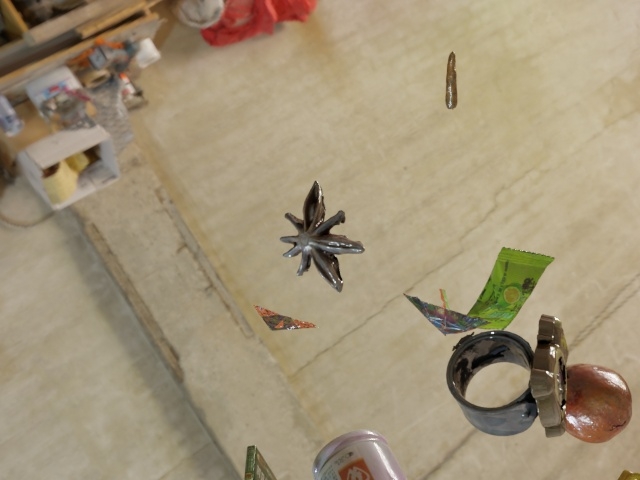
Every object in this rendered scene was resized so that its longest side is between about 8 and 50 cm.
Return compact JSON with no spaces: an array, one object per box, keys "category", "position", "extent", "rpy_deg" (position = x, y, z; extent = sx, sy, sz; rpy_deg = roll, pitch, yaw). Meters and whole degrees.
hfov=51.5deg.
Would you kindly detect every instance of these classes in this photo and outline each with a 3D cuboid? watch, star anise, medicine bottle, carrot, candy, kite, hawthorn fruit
[{"category":"watch","position":[0.562,0.407,2.001],"extent":[0.327,0.314,0.335],"rpy_deg":[-3,-132,29]},{"category":"star anise","position":[0.003,0.004,1.694],"extent":[0.198,0.257,0.111],"rpy_deg":[-46,161,13]},{"category":"medicine bottle","position":[0.123,0.608,1.496],"extent":[0.202,0.202,0.316],"rpy_deg":[-32,-141,-2]},{"category":"carrot","position":[0.366,-0.445,1.855],"extent":[0.036,0.165,0.035],"rpy_deg":[-5,-153,2]},{"category":"candy","position":[0.436,0.125,1.575],"extent":[0.069,0.149,0.246],"rpy_deg":[-115,-139,-55]},{"category":"kite","position":[-0.125,0.251,2.008],"extent":[0.125,0.222,0.008],"rpy_deg":[-48,-153,48]},{"category":"kite","position":[0.253,0.147,1.343],"extent":[0.010,0.190,0.159],"rpy_deg":[-59,155,-32]},{"category":"hawthorn fruit","position":[0.887,0.539,2.275],"extent":[0.276,0.308,0.275],"rpy_deg":[-158,-90,-88]}]

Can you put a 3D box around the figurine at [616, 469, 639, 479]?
[{"category":"figurine","position":[0.652,0.631,1.481],"extent":[0.156,0.131,0.246],"rpy_deg":[16,-116,45]}]

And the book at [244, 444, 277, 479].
[{"category":"book","position":[-0.129,0.614,1.443],"extent":[0.027,0.202,0.264],"rpy_deg":[-12,-140,10]}]
